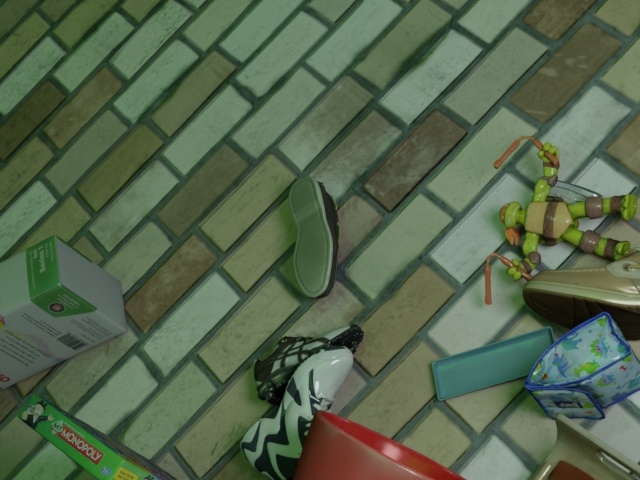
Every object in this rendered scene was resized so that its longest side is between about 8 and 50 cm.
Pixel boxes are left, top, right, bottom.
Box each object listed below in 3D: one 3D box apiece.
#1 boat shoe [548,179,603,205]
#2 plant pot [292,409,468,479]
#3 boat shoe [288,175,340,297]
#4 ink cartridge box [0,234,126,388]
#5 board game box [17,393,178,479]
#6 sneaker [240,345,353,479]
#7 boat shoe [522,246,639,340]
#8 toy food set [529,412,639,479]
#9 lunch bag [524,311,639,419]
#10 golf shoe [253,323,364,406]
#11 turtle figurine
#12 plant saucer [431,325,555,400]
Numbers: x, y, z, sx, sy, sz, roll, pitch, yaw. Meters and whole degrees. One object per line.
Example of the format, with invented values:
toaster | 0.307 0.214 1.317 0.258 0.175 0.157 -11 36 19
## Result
boat shoe | 0.388 -0.069 1.893 0.100 0.035 0.035 20 102 31
plant pot | 0.062 0.399 1.682 0.275 0.275 0.243 24 88 36
boat shoe | 0.000 0.000 2.039 0.081 0.069 0.227 -25 54 29
ink cartridge box | -0.516 0.132 2.163 0.278 0.201 0.117 -25 54 15
board game box | -0.287 0.348 1.846 0.214 0.317 0.046 25 77 36
sneaker | -0.002 0.286 1.868 0.235 0.094 0.153 -46 54 -1
boat shoe | 0.460 0.071 1.728 0.341 0.121 0.110 6 62 20
toy food set | 0.295 0.396 1.560 0.306 0.092 0.220 -50 46 -7
lunch bag | 0.365 0.187 1.700 0.151 0.129 0.096 -30 53 10
golf shoe | -0.027 0.176 1.953 0.198 0.077 0.094 -33 53 7
turtle figurine | 0.356 -0.016 1.846 0.217 0.087 0.269 10 79 27
plant saucer | 0.261 0.186 1.827 0.192 0.018 0.067 -19 56 18
